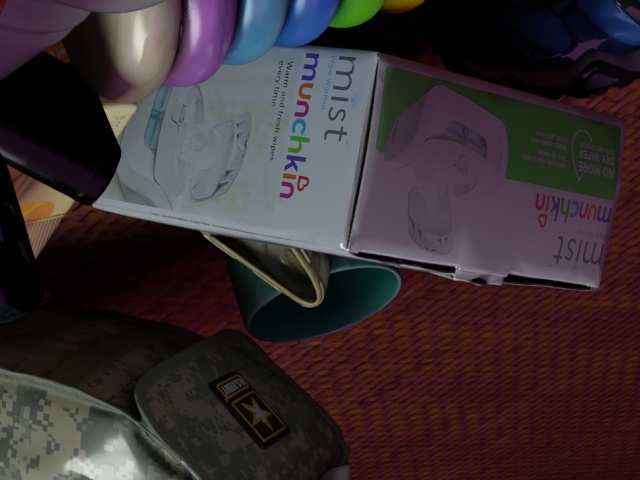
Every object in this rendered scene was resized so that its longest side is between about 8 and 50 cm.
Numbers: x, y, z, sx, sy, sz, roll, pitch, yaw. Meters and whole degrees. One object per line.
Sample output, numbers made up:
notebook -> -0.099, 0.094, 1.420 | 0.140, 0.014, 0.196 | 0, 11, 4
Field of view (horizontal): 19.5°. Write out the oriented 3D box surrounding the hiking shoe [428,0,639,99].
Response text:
hiking shoe -> 0.221, -0.183, 1.266 | 0.304, 0.113, 0.132 | -8, 125, -7

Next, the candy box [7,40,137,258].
candy box -> -0.265, -0.034, 1.215 | 0.183, 0.087, 0.316 | -3, 153, -32

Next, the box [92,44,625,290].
box -> 0.028, -0.048, 1.218 | 0.231, 0.127, 0.262 | 9, 180, 43

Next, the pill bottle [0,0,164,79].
pill bottle -> -0.067, -0.225, 0.790 | 0.361, 0.204, 0.204 | -31, 154, 27

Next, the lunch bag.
lunch bag -> -0.135, 0.155, 1.411 | 0.287, 0.169, 0.235 | 13, -167, 17

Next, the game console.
game console -> -0.181, -0.057, 0.886 | 0.213, 0.361, 0.044 | 28, 104, -25

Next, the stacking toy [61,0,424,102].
stacking toy -> 0.015, -0.172, 1.077 | 0.330, 0.141, 0.141 | -12, 156, -26

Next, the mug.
mug -> 0.000, 0.004, 1.485 | 0.157, 0.097, 0.129 | -27, 155, 19

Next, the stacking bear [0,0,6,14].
stacking bear -> -0.272, -0.145, 0.699 | 0.289, 0.175, 0.164 | 14, -162, 20

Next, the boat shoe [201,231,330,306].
boat shoe -> -0.054, -0.010, 1.374 | 0.056, 0.153, 0.048 | -42, -167, 14
